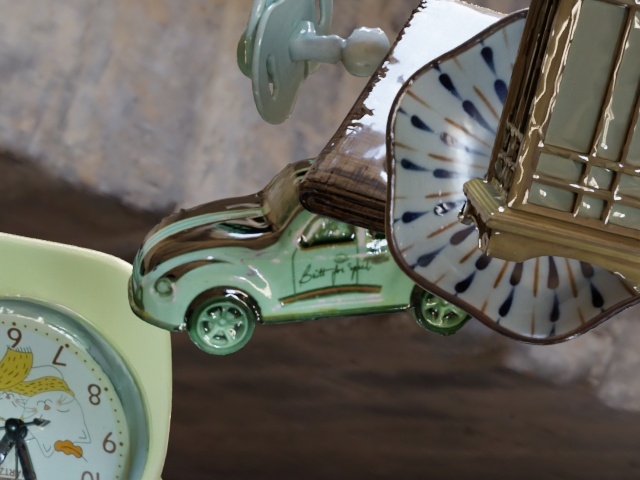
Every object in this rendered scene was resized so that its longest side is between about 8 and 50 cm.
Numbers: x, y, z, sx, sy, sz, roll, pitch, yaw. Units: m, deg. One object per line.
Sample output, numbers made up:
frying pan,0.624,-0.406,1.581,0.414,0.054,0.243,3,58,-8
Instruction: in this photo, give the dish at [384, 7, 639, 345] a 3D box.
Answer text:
dish,0.129,-0.035,0.971,0.191,0.190,0.066,-64,-9,2

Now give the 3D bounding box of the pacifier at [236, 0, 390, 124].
pacifier,-0.002,-0.161,1.325,0.116,0.127,0.150,10,40,23

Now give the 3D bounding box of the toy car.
toy car,0.000,0.000,1.337,0.136,0.306,0.125,-109,18,-65

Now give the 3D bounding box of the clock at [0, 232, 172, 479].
clock,-0.273,0.166,1.470,0.117,0.286,0.348,-38,48,48

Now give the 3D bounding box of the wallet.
wallet,0.084,-0.089,1.200,0.124,0.042,0.230,18,47,17

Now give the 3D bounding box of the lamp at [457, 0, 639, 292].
lamp,0.141,-0.147,0.693,0.090,0.089,0.325,-106,31,-78
